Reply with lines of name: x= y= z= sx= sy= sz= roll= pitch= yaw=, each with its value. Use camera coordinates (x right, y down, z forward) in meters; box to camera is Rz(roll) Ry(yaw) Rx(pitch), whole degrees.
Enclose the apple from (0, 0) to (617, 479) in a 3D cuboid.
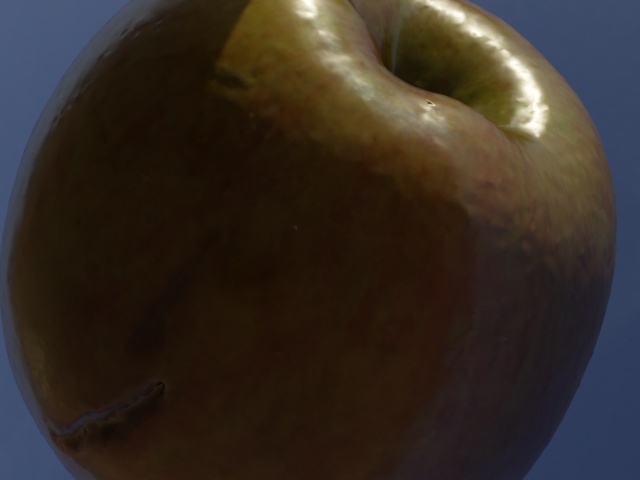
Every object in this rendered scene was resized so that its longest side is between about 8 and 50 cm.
apple: x=0.000 y=0.000 z=0.535 sx=0.264 sy=0.264 sz=0.264 roll=3 pitch=-86 yaw=37
